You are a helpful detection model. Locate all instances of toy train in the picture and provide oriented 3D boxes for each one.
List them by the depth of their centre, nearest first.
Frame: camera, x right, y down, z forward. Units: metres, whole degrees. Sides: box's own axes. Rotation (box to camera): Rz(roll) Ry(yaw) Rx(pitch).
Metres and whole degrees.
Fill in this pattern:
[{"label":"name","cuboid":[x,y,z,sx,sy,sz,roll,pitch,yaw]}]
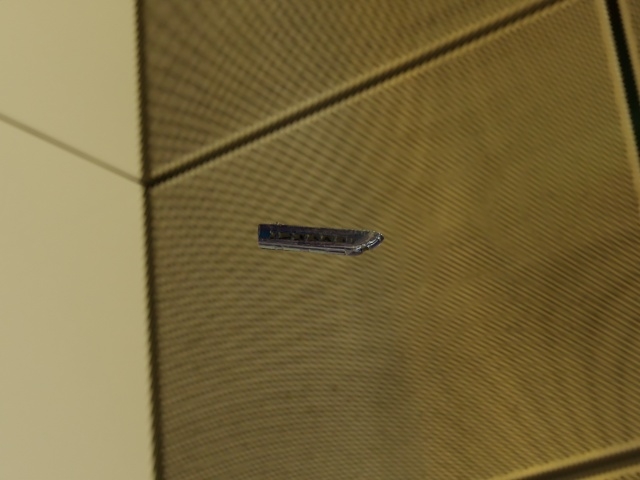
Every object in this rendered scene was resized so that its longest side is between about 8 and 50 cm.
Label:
[{"label":"toy train","cuboid":[0.000,0.000,0.898,0.083,0.017,0.017,4,-107,16]}]
